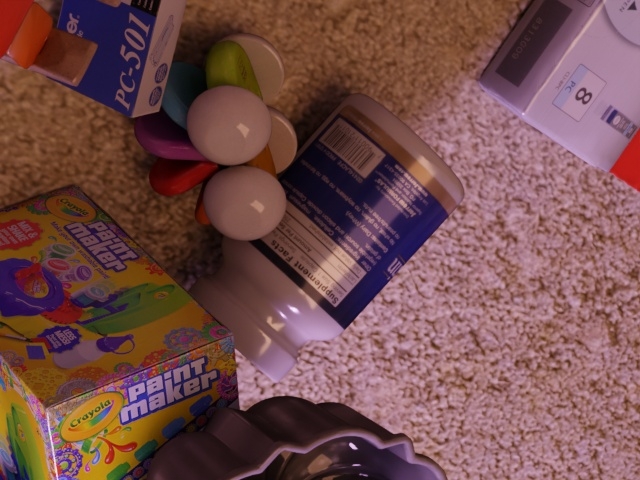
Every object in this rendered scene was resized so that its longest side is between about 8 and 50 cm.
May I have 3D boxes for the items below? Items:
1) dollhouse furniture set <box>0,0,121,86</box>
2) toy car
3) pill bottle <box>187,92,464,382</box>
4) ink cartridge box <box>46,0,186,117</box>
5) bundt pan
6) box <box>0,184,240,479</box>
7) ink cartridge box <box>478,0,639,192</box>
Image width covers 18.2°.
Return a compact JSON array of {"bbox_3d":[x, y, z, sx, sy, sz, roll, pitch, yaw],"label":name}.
[{"bbox_3d":[-0.211,-0.267,1.553,0.259,0.135,0.262,-64,157,-9],"label":"dollhouse furniture set"},{"bbox_3d":[-0.099,-0.094,1.815,0.136,0.159,0.182,-4,123,9],"label":"toy car"},{"bbox_3d":[0.000,0.000,1.923,0.264,0.153,0.153,-47,134,-1],"label":"pill bottle"},{"bbox_3d":[-0.162,-0.219,1.697,0.046,0.097,0.207,-23,134,-58],"label":"ink cartridge box"},{"bbox_3d":[-0.053,0.267,1.667,0.331,0.124,0.330,-18,126,-27],"label":"bundt pan"},{"bbox_3d":[-0.211,0.152,1.765,0.177,0.290,0.279,-21,127,-25],"label":"box"},{"bbox_3d":[0.384,-0.201,2.126,0.385,0.091,0.308,29,98,-42],"label":"ink cartridge box"}]
